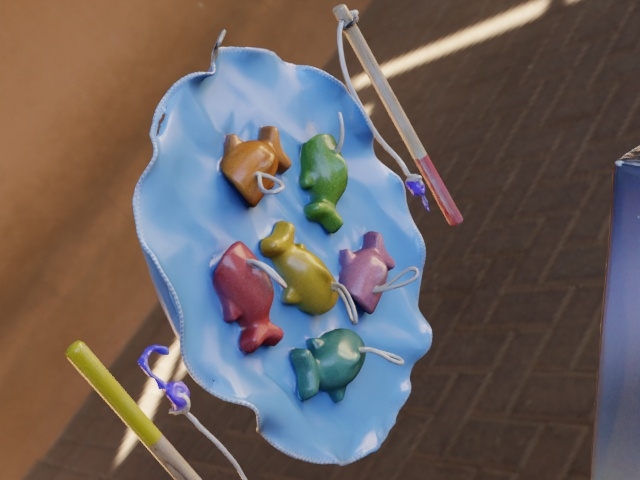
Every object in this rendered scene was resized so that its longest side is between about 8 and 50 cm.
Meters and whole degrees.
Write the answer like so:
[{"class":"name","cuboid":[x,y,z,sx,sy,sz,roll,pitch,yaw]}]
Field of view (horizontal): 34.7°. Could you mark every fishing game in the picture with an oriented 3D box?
[{"class":"fishing game","cuboid":[0.000,0.000,0.438,0.041,0.189,0.264,-17,24,36]}]

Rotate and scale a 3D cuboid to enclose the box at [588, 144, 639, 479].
[{"class":"box","cuboid":[0.289,0.108,0.485,0.296,0.294,0.182,6,13,25]}]
